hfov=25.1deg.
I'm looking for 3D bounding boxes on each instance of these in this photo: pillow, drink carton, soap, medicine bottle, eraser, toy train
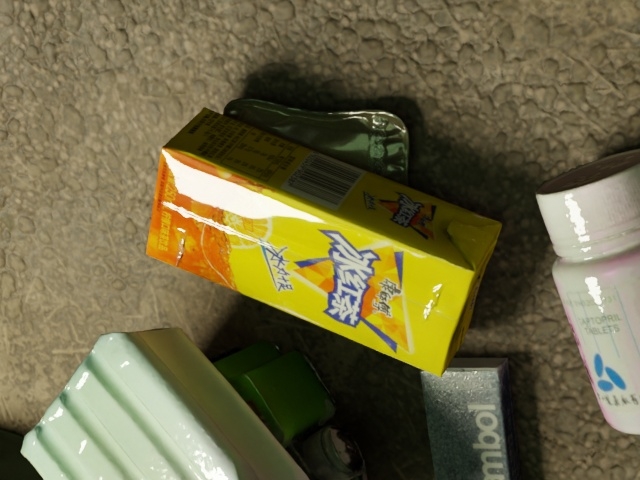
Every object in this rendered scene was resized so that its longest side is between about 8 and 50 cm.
[{"bbox_3d":[-0.007,-0.090,1.559,0.217,0.033,0.130,10,116,20],"label":"pillow"},{"bbox_3d":[0.000,0.000,1.520,0.351,0.111,0.154,22,127,11],"label":"drink carton"},{"bbox_3d":[-0.138,0.266,1.504,0.347,0.115,0.208,47,116,20],"label":"soap"},{"bbox_3d":[0.310,0.048,1.401,0.152,0.152,0.254,-16,101,27],"label":"medicine bottle"},{"bbox_3d":[0.169,0.232,1.579,0.092,0.046,0.212,-2,106,24],"label":"eraser"},{"bbox_3d":[-0.100,0.261,1.643,0.307,0.173,0.249,-37,81,28],"label":"toy train"}]

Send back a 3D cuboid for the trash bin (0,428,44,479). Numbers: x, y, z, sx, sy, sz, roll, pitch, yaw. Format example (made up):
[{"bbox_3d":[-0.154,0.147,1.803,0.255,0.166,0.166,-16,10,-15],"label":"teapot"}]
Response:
[{"bbox_3d":[-0.394,0.434,1.828,0.223,0.158,0.343,15,106,18],"label":"trash bin"}]
